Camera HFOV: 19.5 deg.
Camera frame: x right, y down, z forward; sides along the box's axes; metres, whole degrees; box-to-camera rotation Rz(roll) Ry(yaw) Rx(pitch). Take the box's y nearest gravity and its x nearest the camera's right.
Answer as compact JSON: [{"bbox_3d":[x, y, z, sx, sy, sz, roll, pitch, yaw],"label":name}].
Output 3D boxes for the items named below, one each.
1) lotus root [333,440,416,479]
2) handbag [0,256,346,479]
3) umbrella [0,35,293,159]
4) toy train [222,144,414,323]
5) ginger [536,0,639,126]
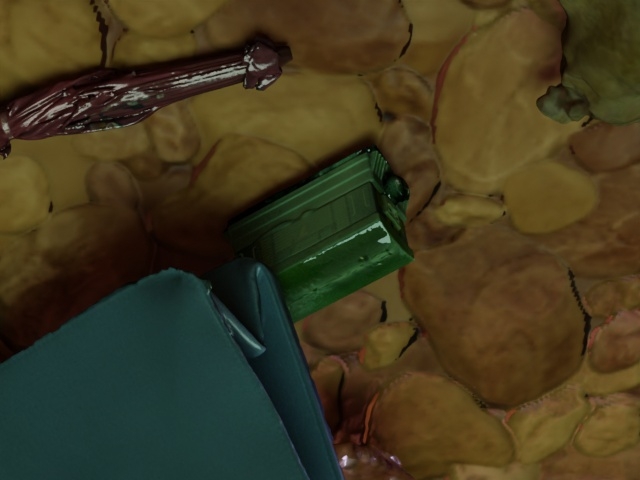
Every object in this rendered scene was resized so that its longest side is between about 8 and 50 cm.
[{"bbox_3d":[-0.040,0.226,0.935,0.193,0.193,0.291,25,118,-24],"label":"lotus root"},{"bbox_3d":[-0.092,0.109,0.842,0.221,0.057,0.144,-30,82,30],"label":"handbag"},{"bbox_3d":[-0.092,-0.061,0.809,0.165,0.025,0.027,-14,105,1],"label":"umbrella"},{"bbox_3d":[0.000,0.000,0.845,0.093,0.056,0.038,-28,129,16],"label":"toy train"},{"bbox_3d":[0.151,-0.138,0.721,0.218,0.123,0.270,17,122,-22],"label":"ginger"}]
